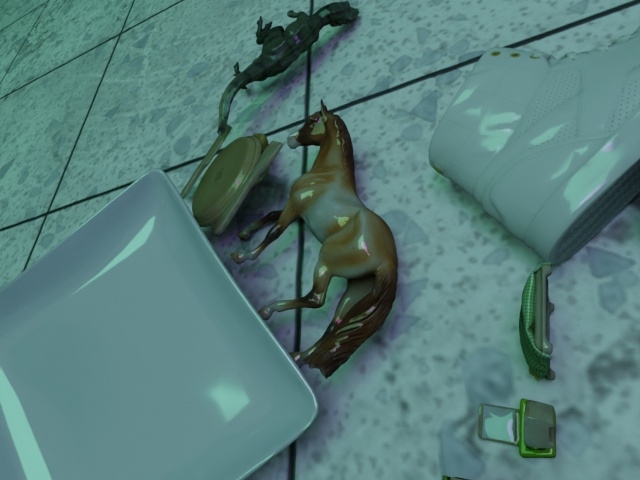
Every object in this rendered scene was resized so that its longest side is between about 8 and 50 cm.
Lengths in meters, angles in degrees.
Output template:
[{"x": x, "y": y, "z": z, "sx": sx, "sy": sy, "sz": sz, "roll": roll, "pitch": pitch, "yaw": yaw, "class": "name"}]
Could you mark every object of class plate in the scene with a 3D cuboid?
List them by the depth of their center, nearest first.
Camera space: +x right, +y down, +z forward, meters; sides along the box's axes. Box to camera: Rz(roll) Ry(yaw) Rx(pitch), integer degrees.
[{"x": -0.178, "y": 0.117, "z": 0.385, "sx": 0.277, "sy": 0.045, "sz": 0.278, "roll": -39, "pitch": 68, "yaw": -2, "class": "plate"}]

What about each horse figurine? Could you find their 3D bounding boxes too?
[{"x": 0.000, "y": 0.000, "z": 0.418, "sx": 0.174, "sy": 0.066, "sz": 0.263, "roll": -39, "pitch": 47, "yaw": 11, "class": "horse figurine"}]

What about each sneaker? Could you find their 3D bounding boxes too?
[{"x": 0.220, "y": -0.138, "z": 0.349, "sx": 0.292, "sy": 0.108, "sz": 0.169, "roll": -43, "pitch": 53, "yaw": 1, "class": "sneaker"}]

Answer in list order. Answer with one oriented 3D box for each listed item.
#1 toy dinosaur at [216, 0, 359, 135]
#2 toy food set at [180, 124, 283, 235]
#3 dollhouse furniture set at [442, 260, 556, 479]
[{"x": -0.069, "y": -0.252, "z": 0.604, "sx": 0.268, "sy": 0.064, "sz": 0.118, "roll": -46, "pitch": 40, "yaw": -10, "class": "toy dinosaur"}, {"x": -0.101, "y": -0.069, "z": 0.517, "sx": 0.133, "sy": 0.038, "sz": 0.192, "roll": -56, "pitch": 33, "yaw": 1, "class": "toy food set"}, {"x": 0.118, "y": 0.093, "z": 0.285, "sx": 0.058, "sy": 0.076, "sz": 0.152, "roll": -1, "pitch": 62, "yaw": 28, "class": "dollhouse furniture set"}]
